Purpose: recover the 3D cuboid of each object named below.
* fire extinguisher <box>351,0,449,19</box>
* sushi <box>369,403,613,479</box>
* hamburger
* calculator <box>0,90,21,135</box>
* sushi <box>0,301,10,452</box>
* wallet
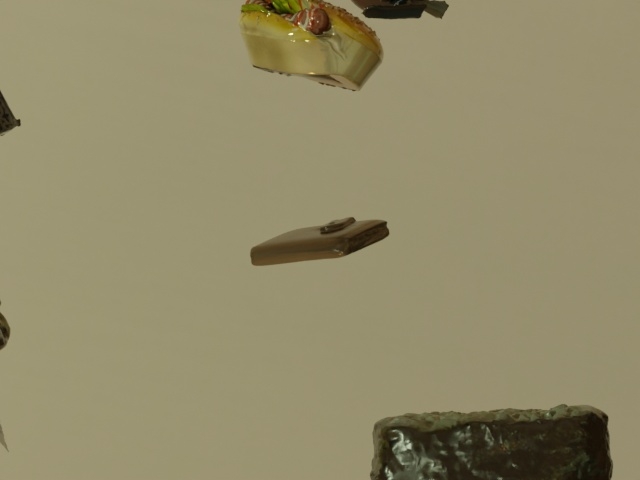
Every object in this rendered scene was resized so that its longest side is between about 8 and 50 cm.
[{"bbox_3d":[0.048,-0.337,1.724,0.114,0.135,0.337,-56,40,37],"label":"fire extinguisher"},{"bbox_3d":[0.157,0.216,1.503,0.124,0.225,0.127,114,154,-87],"label":"sushi"},{"bbox_3d":[-0.013,-0.268,2.174,0.210,0.173,0.116,20,96,55],"label":"hamburger"},{"bbox_3d":[-0.327,-0.129,1.243,0.021,0.161,0.261,-24,5,23],"label":"calculator"},{"bbox_3d":[-0.354,0.014,1.466,0.059,0.292,0.294,-35,24,-3],"label":"sushi"},{"bbox_3d":[0.000,0.000,2.041,0.152,0.118,0.039,-9,99,35],"label":"wallet"}]
